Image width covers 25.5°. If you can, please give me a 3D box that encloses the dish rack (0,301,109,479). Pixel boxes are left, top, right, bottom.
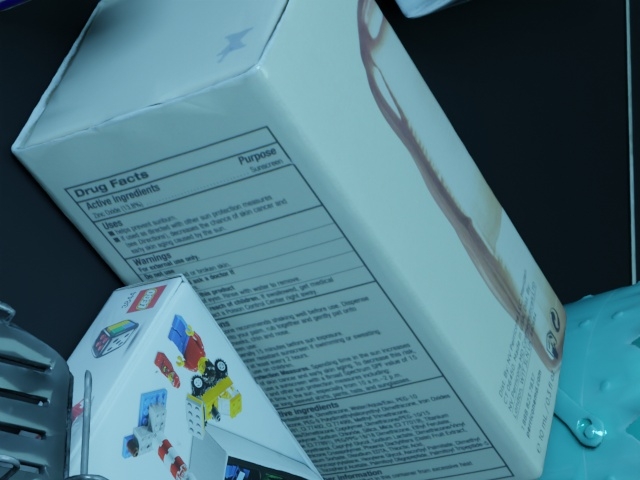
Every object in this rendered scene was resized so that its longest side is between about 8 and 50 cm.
[{"bbox_3d":[-0.154,0.124,0.465,0.208,0.074,0.272,20,54,-35],"label":"dish rack"}]

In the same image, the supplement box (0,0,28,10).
[{"bbox_3d":[-0.179,-0.177,0.562,0.220,0.114,0.111,7,75,-55],"label":"supplement box"}]

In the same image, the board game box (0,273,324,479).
[{"bbox_3d":[-0.088,0.186,0.630,0.193,0.053,0.305,59,36,-26],"label":"board game box"}]

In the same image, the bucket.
[{"bbox_3d":[0.193,0.163,0.960,0.281,0.183,0.281,27,57,-52],"label":"bucket"}]

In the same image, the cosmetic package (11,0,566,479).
[{"bbox_3d":[0.000,0.000,0.746,0.296,0.153,0.129,55,36,-34],"label":"cosmetic package"}]

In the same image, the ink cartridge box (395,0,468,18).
[{"bbox_3d":[0.061,-0.367,1.069,0.385,0.091,0.308,58,34,1],"label":"ink cartridge box"}]
